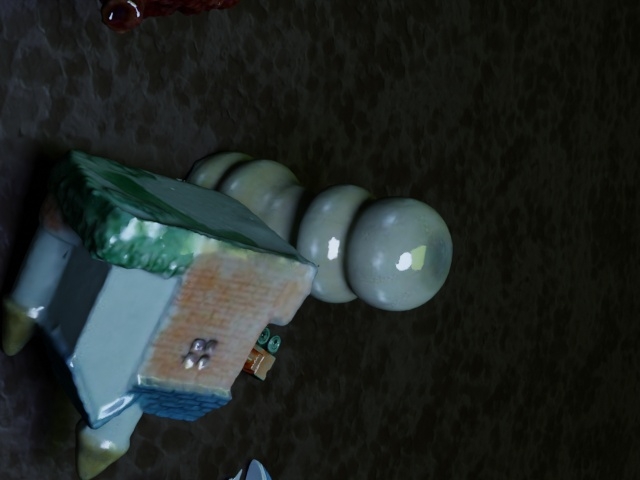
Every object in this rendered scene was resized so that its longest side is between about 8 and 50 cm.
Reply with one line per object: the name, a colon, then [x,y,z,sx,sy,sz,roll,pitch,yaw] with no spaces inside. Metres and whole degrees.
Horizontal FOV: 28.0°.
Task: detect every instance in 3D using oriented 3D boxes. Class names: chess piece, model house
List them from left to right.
model house: [-0.212,0.101,1.390,0.267,0.194,0.325,16,104,-41]
chess piece: [0.000,0.000,1.532,0.182,0.330,0.182,-20,115,-52]

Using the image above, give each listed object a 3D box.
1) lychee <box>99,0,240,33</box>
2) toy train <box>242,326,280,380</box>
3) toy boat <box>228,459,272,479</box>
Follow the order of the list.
lychee: [-0.165,-0.357,1.254,0.306,0.306,0.330,21,78,-54]
toy train: [-0.095,0.136,1.683,0.064,0.044,0.103,-59,141,-10]
toy boat: [-0.114,0.361,1.714,0.149,0.034,0.105,-29,119,-48]
